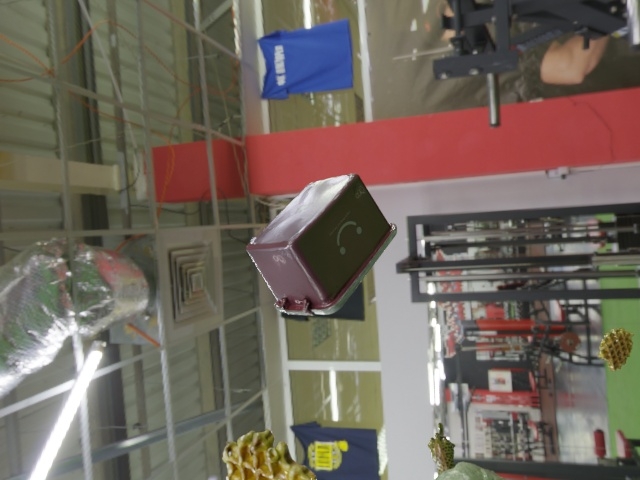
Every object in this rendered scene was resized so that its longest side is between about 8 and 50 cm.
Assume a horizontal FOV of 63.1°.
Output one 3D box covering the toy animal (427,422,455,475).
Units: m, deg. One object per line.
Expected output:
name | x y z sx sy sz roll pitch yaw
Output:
toy animal | 0.272 0.475 1.101 0.136 0.073 0.181 65 -168 -63

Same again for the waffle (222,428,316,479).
waffle | -0.089 0.491 0.971 0.283 0.309 0.065 49 -146 12

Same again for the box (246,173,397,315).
box | 0.000 0.000 1.075 0.294 0.193 0.167 -48 -64 -35

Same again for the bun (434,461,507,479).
bun | 0.235 0.460 0.846 0.118 0.195 0.195 -162 65 -70

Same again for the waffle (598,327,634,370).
waffle | 0.523 0.192 0.923 0.085 0.016 0.078 26 -90 -30
